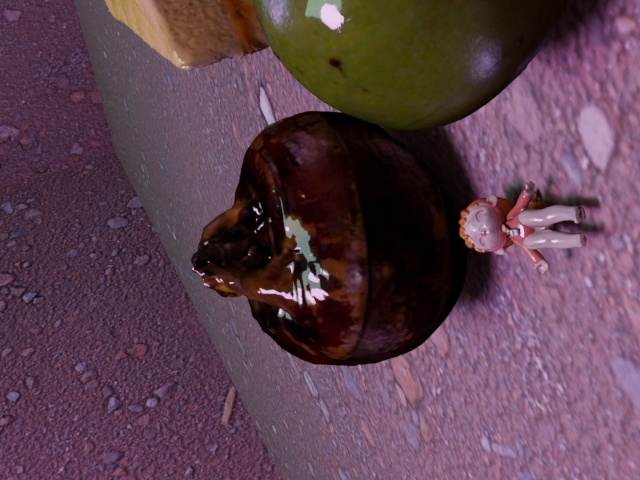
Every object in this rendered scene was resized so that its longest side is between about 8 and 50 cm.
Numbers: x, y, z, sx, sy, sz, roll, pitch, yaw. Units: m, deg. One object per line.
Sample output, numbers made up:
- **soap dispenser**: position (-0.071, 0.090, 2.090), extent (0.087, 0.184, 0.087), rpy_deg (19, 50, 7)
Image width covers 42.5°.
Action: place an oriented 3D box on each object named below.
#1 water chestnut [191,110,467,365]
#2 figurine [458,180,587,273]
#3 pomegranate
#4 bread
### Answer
- **water chestnut**: position (0.000, 0.000, 0.696), extent (0.224, 0.238, 0.223), rpy_deg (170, 90, -68)
- **figurine**: position (0.140, -0.009, 0.557), extent (0.109, 0.047, 0.064), rpy_deg (4, 107, 62)
- **pomegranate**: position (0.063, -0.163, 0.428), extent (0.224, 0.182, 0.181), rpy_deg (-38, 73, 50)
- **bread**: position (-0.128, -0.300, 0.847), extent (0.264, 0.168, 0.163), rpy_deg (42, 148, 50)
